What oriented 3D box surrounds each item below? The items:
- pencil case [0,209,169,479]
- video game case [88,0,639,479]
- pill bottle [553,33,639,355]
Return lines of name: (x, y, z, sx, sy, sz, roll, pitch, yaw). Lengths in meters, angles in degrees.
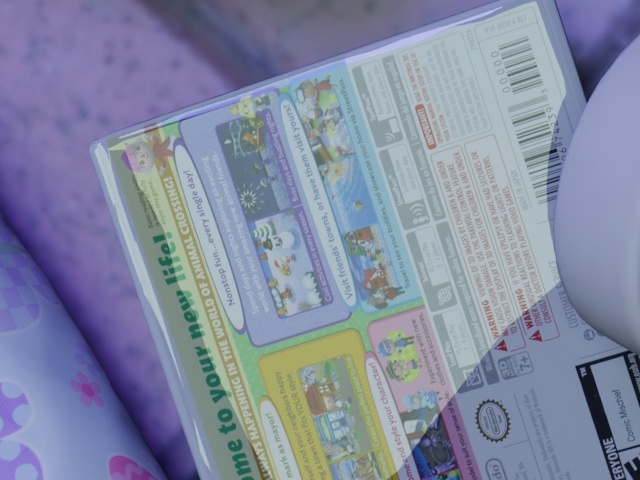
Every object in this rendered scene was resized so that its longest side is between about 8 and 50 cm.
pencil case: (-0.151, 0.072, 0.584, 0.113, 0.124, 0.273, -36, 80, 22)
video game case: (0.030, 0.030, 0.556, 0.193, 0.023, 0.212, -18, 93, 9)
pill bottle: (0.222, 0.027, 0.388, 0.318, 0.176, 0.176, 29, 101, 47)
